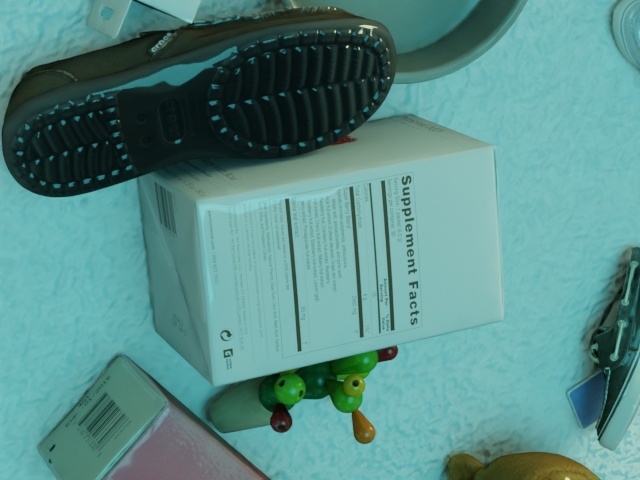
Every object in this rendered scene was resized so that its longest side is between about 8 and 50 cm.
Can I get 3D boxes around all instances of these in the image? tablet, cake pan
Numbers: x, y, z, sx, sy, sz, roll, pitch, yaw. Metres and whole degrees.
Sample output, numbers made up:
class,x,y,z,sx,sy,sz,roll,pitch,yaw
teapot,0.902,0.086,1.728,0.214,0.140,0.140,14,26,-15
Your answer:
class,x,y,z,sx,sy,sz,roll,pitch,yaw
tablet,0.313,0.167,1.795,0.083,0.006,0.054,-31,115,-13
cake pan,0.077,-0.296,1.533,0.293,0.054,0.293,-7,107,-23

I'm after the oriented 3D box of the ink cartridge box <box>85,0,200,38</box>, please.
class,x,y,z,sx,sy,sz,roll,pitch,yaw
ink cartridge box,-0.133,-0.255,1.420,0.061,0.104,0.181,22,95,-27

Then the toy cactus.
class,x,y,z,sx,sy,sz,roll,pitch,yaw
toy cactus,-0.018,0.149,1.570,0.180,0.219,0.112,-23,95,21

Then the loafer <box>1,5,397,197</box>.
class,x,y,z,sx,sy,sz,roll,pitch,yaw
loafer,-0.110,-0.148,1.438,0.366,0.130,0.134,-12,129,-18

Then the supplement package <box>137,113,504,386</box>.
class,x,y,z,sx,sy,sz,roll,pitch,yaw
supplement package,0.000,0.000,1.510,0.293,0.177,0.175,-11,108,-22

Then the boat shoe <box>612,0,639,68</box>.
class,x,y,z,sx,sy,sz,roll,pitch,yaw
boat shoe,0.371,-0.178,1.693,0.066,0.063,0.184,-40,117,-10

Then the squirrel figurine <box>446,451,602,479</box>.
class,x,y,z,sx,sy,sz,roll,pitch,yaw
squirrel figurine,0.172,0.407,1.657,0.397,0.281,0.370,-2,99,-26

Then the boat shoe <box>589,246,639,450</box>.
class,x,y,z,sx,sy,sz,roll,pitch,yaw
boat shoe,0.330,0.116,1.756,0.070,0.078,0.219,19,90,13

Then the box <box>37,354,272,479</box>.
class,x,y,z,sx,sy,sz,roll,pitch,yaw
box,-0.129,0.239,1.534,0.127,0.148,0.232,-49,118,-6
